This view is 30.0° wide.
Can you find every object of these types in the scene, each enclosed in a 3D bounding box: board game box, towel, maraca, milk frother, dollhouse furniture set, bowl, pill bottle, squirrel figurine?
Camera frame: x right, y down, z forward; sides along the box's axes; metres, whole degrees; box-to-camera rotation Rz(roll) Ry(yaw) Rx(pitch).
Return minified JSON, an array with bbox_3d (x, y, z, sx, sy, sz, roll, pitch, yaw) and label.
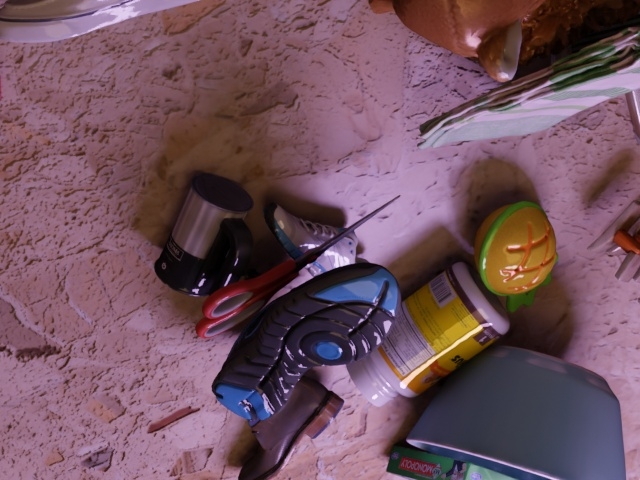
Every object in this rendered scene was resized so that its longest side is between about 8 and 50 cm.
[{"bbox_3d":[0.282,0.380,1.764,0.317,0.213,0.046,23,78,-23],"label":"board game box"},{"bbox_3d":[0.294,-0.167,1.327,0.248,0.038,0.325,-10,173,-40],"label":"towel"},{"bbox_3d":[0.265,0.022,1.585,0.127,0.099,0.186,-46,138,-8],"label":"maraca"},{"bbox_3d":[-0.115,0.001,1.509,0.143,0.129,0.135,-18,141,-55],"label":"milk frother"},{"bbox_3d":[0.525,0.058,1.583,0.135,0.262,0.259,-51,151,19],"label":"dollhouse furniture set"},{"bbox_3d":[0.288,0.247,1.647,0.311,0.311,0.163,23,77,-23],"label":"bowl"},{"bbox_3d":[0.142,0.133,1.619,0.215,0.117,0.117,-37,122,14],"label":"pill bottle"},{"bbox_3d":[0.235,-0.303,1.219,0.370,0.281,0.397,-49,152,-14],"label":"squirrel figurine"}]

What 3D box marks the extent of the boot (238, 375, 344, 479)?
[{"bbox_3d":[-0.073,0.264,1.706,0.106,0.082,0.219,41,114,-7],"label":"boot"}]

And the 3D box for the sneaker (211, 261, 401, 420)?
[{"bbox_3d":[-0.021,0.098,1.495,0.125,0.140,0.341,37,135,-17],"label":"sneaker"}]

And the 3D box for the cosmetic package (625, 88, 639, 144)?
[{"bbox_3d":[0.424,-0.176,1.518,0.060,0.041,0.115,-20,124,3],"label":"cosmetic package"}]

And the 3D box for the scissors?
[{"bbox_3d":[-0.028,0.032,1.491,0.297,0.021,0.109,-31,157,-16],"label":"scissors"}]

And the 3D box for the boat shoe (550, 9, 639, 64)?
[{"bbox_3d":[0.427,-0.244,1.420,0.302,0.094,0.109,-19,89,3],"label":"boat shoe"}]

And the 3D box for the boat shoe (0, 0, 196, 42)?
[{"bbox_3d":[-0.227,-0.286,1.289,0.267,0.096,0.088,-14,120,-3],"label":"boat shoe"}]

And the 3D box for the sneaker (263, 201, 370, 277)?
[{"bbox_3d":[0.000,0.000,1.543,0.083,0.071,0.190,-39,130,7],"label":"sneaker"}]
